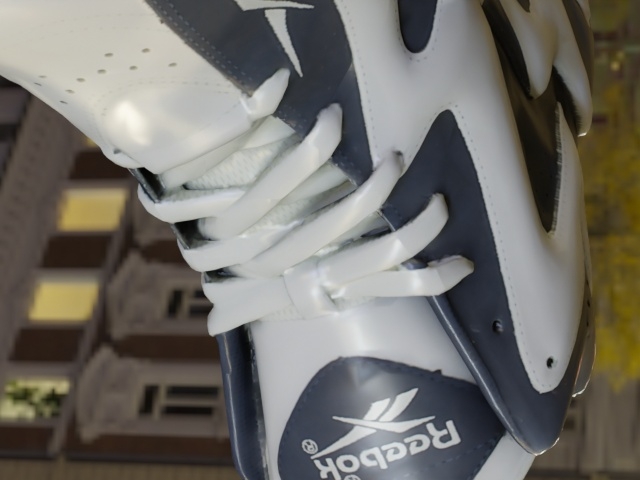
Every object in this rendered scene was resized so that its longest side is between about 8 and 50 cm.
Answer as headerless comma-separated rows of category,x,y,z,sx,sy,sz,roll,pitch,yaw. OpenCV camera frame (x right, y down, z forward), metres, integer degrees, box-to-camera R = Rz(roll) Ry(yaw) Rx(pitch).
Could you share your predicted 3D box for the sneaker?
sneaker,0.000,0.000,0.387,0.235,0.094,0.153,9,-109,-64
